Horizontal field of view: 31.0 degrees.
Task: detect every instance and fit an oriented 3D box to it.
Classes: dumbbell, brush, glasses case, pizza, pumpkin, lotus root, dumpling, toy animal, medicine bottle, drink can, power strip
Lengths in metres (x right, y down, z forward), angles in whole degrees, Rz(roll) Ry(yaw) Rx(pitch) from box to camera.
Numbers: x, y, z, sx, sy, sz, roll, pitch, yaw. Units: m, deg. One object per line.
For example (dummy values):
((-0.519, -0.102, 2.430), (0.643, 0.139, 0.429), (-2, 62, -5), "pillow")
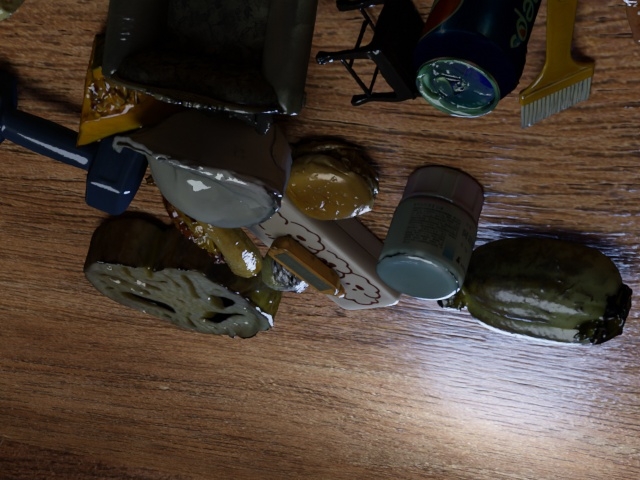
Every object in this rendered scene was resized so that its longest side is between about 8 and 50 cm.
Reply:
((-0.442, -0.166, 1.896), (0.324, 0.144, 0.160), (23, 150, -2), "dumbbell")
((0.283, -0.229, 1.371), (0.103, 0.013, 0.272), (-25, 151, -5), "brush")
((0.000, 0.000, 1.970), (0.144, 0.076, 0.336), (-10, 140, 44), "glasses case")
((-0.208, -0.044, 1.938), (0.229, 0.081, 0.289), (45, 176, 37), "pizza")
((-0.272, -0.233, 1.734), (0.163, 0.111, 0.278), (7, 156, -16), "pumpkin")
((0.331, 0.077, 1.813), (0.309, 0.173, 0.173), (9, 150, 20), "lotus root")
((-0.171, -0.122, 1.684), (0.260, 0.341, 0.181), (16, 123, -10), "dumpling")
((-0.052, 0.036, 2.061), (0.098, 0.098, 0.137), (20, 131, 1), "toy animal")
((0.168, -0.012, 1.741), (0.135, 0.169, 0.135), (15, 152, 8), "medicine bottle")
((0.178, -0.243, 1.285), (0.118, 0.205, 0.118), (15, 151, 9), "drink can")
((-0.266, 0.086, 2.272), (0.390, 0.111, 0.375), (11, 152, 11), "lotus root")
((-0.017, 0.049, 1.954), (0.049, 0.028, 0.178), (-14, 137, 46), "power strip")

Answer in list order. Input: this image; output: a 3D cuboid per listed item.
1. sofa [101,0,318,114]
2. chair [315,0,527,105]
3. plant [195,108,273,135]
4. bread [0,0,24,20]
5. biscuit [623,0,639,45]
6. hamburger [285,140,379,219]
((-0.128, -0.267, 1.390), (0.258, 0.200, 0.182), (14, -167, 13), "sofa")
((0.128, -0.241, 1.433), (0.229, 0.106, 0.113), (-2, 147, 33), "chair")
((-0.126, -0.234, 1.572), (0.203, 0.142, 0.131), (33, 134, -15), "plant")
((-0.461, -0.405, 1.381), (0.198, 0.236, 0.263), (-4, 143, 38), "bread")
((0.364, -0.313, 1.211), (0.306, 0.043, 0.284), (27, 152, -13), "biscuit")
((0.012, -0.093, 1.793), (0.147, 0.083, 0.138), (-7, 137, 36), "hamburger")
